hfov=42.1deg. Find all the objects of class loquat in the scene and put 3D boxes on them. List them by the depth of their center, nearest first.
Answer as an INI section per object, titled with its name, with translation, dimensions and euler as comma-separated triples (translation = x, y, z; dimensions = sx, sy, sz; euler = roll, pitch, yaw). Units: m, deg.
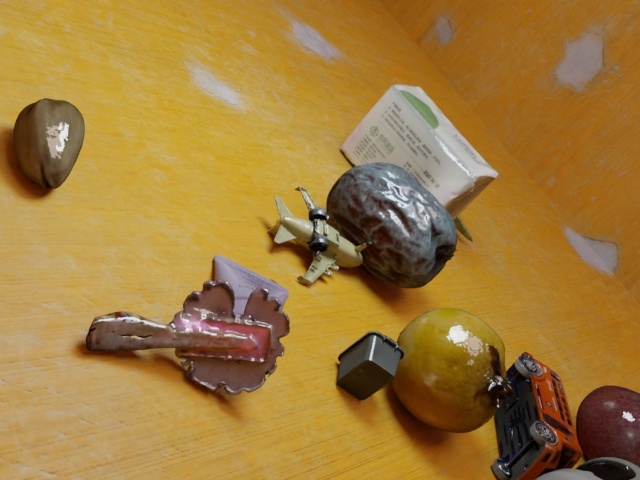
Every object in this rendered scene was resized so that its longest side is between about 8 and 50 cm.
[loquat]
translation = 0.253, 0.249, 1.588
dimensions = 0.244, 0.244, 0.244
euler = 34, 27, -20

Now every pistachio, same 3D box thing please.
[pistachio]
translation = -0.437, -0.158, 1.342
dimensions = 0.108, 0.126, 0.185
euler = -5, 41, -2

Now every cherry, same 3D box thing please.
[cherry]
translation = 0.734, 0.464, 1.994
dimensions = 0.261, 0.221, 0.307
euler = 39, 11, -29

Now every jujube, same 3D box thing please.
[jujube]
translation = 0.151, -0.039, 1.883
dimensions = 0.308, 0.215, 0.246
euler = 40, -15, 20

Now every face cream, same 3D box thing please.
[face cream]
translation = -0.124, 0.109, 1.417
dimensions = 0.154, 0.096, 0.274
euler = 25, 19, -10

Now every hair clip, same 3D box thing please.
[hair clip]
translation = -0.195, 0.138, 1.222
dimensions = 0.301, 0.172, 0.069
euler = 8, 5, -26

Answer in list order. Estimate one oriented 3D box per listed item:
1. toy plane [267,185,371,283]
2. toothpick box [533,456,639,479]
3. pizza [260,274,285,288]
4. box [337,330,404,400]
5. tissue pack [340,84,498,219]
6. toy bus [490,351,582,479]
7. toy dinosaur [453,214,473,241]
[toy plane]
translation = 0.000, 0.000, 1.760
dimensions = 0.256, 0.104, 0.241
euler = 20, 49, -30
[toothpick box]
translation = 0.493, 0.534, 1.545
dimensions = 0.316, 0.229, 0.229
euler = 8, 43, -49
[pizza]
translation = -0.100, 0.083, 1.566
dimensions = 0.083, 0.016, 0.037
euler = 20, 28, -39
[box]
translation = 0.086, 0.229, 1.506
dimensions = 0.084, 0.122, 0.069
euler = 36, 38, -13
[tissue pack]
translation = 0.266, -0.213, 2.273
dimensions = 0.194, 0.266, 0.356
euler = -10, 58, -54
[toy bus]
translation = 0.449, 0.391, 1.746
dimensions = 0.153, 0.143, 0.329
euler = 31, 26, -10
[toy dinosaur]
translation = 0.378, -0.107, 2.497
dimensions = 0.259, 0.094, 0.153
euler = 49, 24, -7
